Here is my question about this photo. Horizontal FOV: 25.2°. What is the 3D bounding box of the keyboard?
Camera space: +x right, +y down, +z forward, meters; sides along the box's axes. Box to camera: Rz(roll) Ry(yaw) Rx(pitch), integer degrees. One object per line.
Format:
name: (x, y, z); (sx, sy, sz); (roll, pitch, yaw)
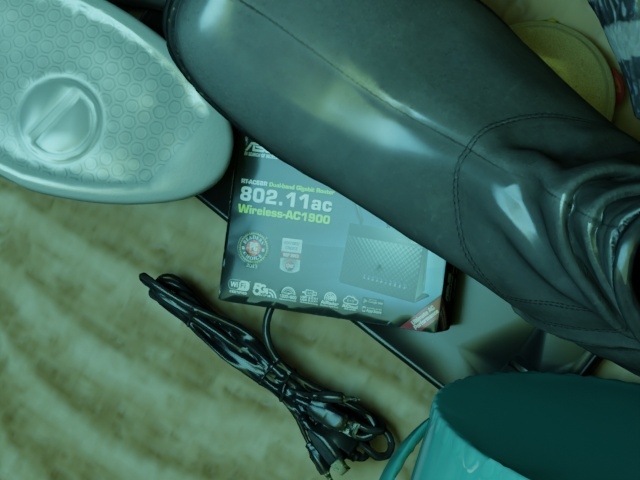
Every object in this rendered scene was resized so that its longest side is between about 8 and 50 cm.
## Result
keyboard: (0.000, 0.000, 0.785); (0.317, 0.033, 0.201); (39, 100, 12)

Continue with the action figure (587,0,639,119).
action figure: (0.084, -0.219, 0.594); (0.330, 0.341, 0.178); (52, 128, 7)

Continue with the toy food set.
toy food set: (0.112, -0.072, 0.733); (0.082, 0.020, 0.083); (-32, 79, 6)

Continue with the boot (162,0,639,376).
boot: (0.096, -0.023, 0.592); (0.338, 0.223, 0.118); (29, 96, -14)

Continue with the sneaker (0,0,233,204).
sneaker: (-0.180, -0.082, 0.785); (0.295, 0.147, 0.105); (16, 83, 7)

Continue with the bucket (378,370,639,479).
bucket: (0.146, 0.179, 0.633); (0.281, 0.281, 0.183); (15, 100, 16)

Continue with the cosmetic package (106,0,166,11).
cosmetic package: (-0.135, -0.182, 0.744); (0.237, 0.127, 0.107); (9, 89, 23)

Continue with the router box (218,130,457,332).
router box: (0.013, -0.006, 0.745); (0.122, 0.038, 0.092); (7, 93, 15)
